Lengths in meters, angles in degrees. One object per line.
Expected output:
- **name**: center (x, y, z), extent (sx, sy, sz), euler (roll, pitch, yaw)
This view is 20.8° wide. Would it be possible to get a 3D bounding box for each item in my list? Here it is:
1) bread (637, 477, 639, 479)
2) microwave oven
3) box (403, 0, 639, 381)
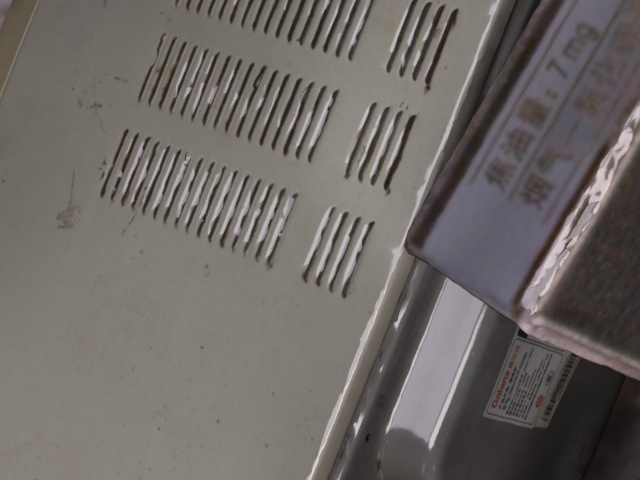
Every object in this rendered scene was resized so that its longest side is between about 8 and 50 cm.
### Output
- **bread**: center (0.184, 0.122, 0.348), extent (0.288, 0.156, 0.204), euler (0, 79, 31)
- **microwave oven**: center (0.000, 0.000, 0.503), extent (0.194, 0.145, 0.240), euler (21, 89, 32)
- **box**: center (0.162, -0.106, 0.405), extent (0.047, 0.180, 0.325), euler (34, 97, 42)
